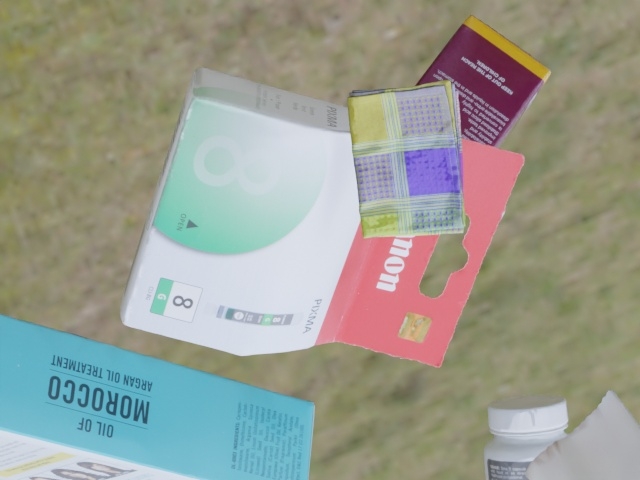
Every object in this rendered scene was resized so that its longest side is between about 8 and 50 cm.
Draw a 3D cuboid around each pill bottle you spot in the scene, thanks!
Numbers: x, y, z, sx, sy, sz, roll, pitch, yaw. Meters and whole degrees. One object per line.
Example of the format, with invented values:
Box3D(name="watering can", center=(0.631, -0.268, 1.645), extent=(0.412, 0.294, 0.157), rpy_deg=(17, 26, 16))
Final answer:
Box3D(name="pill bottle", center=(0.175, 0.200, 1.604), extent=(0.078, 0.137, 0.078), rpy_deg=(-5, -174, 0))

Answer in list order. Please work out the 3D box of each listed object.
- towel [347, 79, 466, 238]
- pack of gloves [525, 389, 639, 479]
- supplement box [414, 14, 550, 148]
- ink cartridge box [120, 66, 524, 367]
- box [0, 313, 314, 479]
Box3D(name="towel", center=(0.046, -0.043, 1.039), extent=(0.060, 0.083, 0.009), rpy_deg=(-3, -170, 10))
Box3D(name="pack of gloves", center=(0.249, 0.142, 1.180), extent=(0.195, 0.232, 0.046), rpy_deg=(-46, 138, 5))
Box3D(name="supplement box", center=(0.088, -0.069, 1.519), extent=(0.188, 0.081, 0.104), rpy_deg=(-53, 176, -17))
Box3D(name="ink cartridge box", center=(0.000, 0.000, 1.264), extent=(0.225, 0.056, 0.181), rpy_deg=(16, 120, -7))
Box3D(name="box", center=(-0.131, 0.093, 1.017), extent=(0.244, 0.060, 0.100), rpy_deg=(19, 155, -32))
